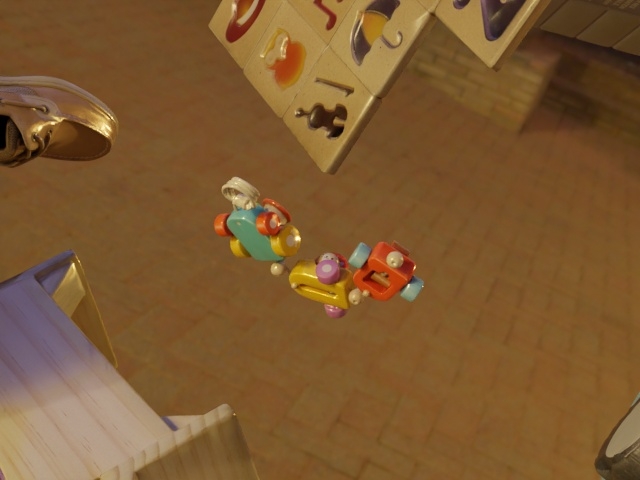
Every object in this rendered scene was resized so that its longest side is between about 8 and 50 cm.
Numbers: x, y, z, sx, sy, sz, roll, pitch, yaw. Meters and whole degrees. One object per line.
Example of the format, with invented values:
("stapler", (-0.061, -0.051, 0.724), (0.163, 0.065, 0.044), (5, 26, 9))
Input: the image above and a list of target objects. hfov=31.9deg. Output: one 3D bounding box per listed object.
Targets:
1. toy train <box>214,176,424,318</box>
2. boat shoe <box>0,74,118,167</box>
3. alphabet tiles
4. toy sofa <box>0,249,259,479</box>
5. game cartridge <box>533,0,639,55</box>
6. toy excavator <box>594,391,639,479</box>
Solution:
("toy train", (0.000, 0.000, 0.865), (0.166, 0.125, 0.046), (31, 59, 0))
("boat shoe", (-0.397, -0.141, 1.403), (0.341, 0.121, 0.110), (11, 50, -45))
("alphabet tiles", (0.037, -0.153, 0.449), (0.009, 0.237, 0.198), (10, 33, -43))
("toy sofa", (-0.208, 0.164, 0.969), (0.177, 0.150, 0.362), (-29, 35, -22))
("game cartridge", (0.245, -0.251, 0.870), (0.230, 0.068, 0.355), (9, -13, -11))
("toy excavator", (0.380, 0.115, 0.940), (0.222, 0.433, 0.445), (40, -13, 5))
